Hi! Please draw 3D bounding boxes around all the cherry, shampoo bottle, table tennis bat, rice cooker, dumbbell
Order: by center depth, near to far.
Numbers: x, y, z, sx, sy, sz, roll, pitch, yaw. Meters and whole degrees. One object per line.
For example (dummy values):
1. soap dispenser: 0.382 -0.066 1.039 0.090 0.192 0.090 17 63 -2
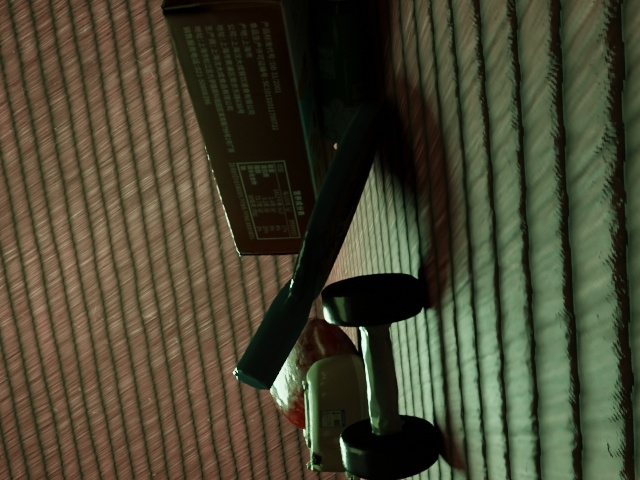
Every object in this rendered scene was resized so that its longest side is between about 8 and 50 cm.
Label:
1. dumbbell: 0.060 0.134 0.804 0.100 0.100 0.191 -128 30 -83
2. table tennis bat: 0.000 0.000 0.824 0.215 0.044 0.329 100 -166 -64
3. shampoo bottle: 0.027 -0.219 0.940 0.065 0.065 0.204 -104 8 -62
4. rice cooker: 0.035 0.288 1.302 0.145 0.127 0.206 131 140 -86
5. cherry: -0.007 0.243 1.475 0.192 0.175 0.249 -122 25 -58

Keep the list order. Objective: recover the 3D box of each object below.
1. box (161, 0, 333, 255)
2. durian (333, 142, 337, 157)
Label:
1. box: -0.061 -0.231 0.996 0.385 0.122 0.344 80 -169 -50
2. durian: -0.036 -0.171 1.392 0.144 0.139 0.252 -95 -1 -63
